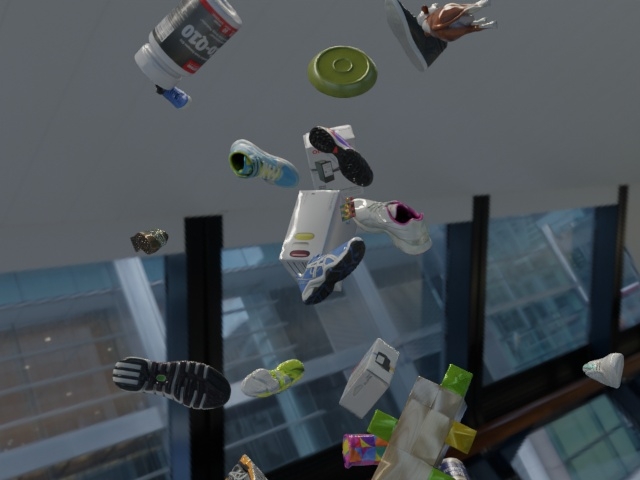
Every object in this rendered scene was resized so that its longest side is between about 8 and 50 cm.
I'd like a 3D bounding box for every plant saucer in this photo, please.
[{"bbox_3d":[0.076,-0.583,2.281,0.241,0.240,0.037,-20,-29,-14],"label":"plant saucer"}]

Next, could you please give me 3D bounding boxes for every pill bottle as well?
[{"bbox_3d":[-0.370,-0.562,1.871,0.283,0.161,0.161,-40,-21,16],"label":"pill bottle"},{"bbox_3d":[0.392,0.715,1.942,0.094,0.094,0.169,-26,18,4],"label":"pill bottle"}]

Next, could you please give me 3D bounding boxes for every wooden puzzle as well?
[{"bbox_3d":[0.080,-0.087,1.972,0.049,0.083,0.006,-21,-26,34],"label":"wooden puzzle"}]

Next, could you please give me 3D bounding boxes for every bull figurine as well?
[{"bbox_3d":[0.370,-0.609,1.857,0.189,0.101,0.310,-12,24,9],"label":"bull figurine"}]

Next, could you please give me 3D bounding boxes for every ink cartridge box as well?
[{"bbox_3d":[0.057,-0.323,2.867,0.211,0.121,0.289,-13,-53,1],"label":"ink cartridge box"},{"bbox_3d":[0.124,0.344,1.687,0.127,0.072,0.175,-55,-2,23],"label":"ink cartridge box"}]

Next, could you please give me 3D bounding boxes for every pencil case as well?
[{"bbox_3d":[0.180,0.608,1.944,0.237,0.104,0.104,5,-25,-11],"label":"pencil case"}]

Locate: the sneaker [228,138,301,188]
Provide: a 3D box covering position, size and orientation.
[{"bbox_3d":[-0.234,-0.278,2.704,0.127,0.319,0.208,-62,5,22],"label":"sneaker"}]

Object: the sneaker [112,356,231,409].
[{"bbox_3d":[-0.357,0.344,1.657,0.282,0.106,0.162,15,-14,-3],"label":"sneaker"}]

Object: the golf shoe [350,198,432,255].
[{"bbox_3d":[0.204,-0.076,1.994,0.115,0.306,0.140,-38,-41,-28],"label":"golf shoe"}]

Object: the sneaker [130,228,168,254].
[{"bbox_3d":[-0.457,-0.005,1.846,0.086,0.064,0.192,-23,10,-27],"label":"sneaker"}]

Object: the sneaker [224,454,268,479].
[{"bbox_3d":[-0.154,0.530,1.443,0.083,0.084,0.215,-40,5,-16],"label":"sneaker"}]

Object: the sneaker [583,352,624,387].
[{"bbox_3d":[0.719,0.331,1.717,0.094,0.080,0.212,13,-17,25],"label":"sneaker"}]

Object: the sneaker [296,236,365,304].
[{"bbox_3d":[0.016,0.057,1.509,0.080,0.081,0.211,9,-45,-49],"label":"sneaker"}]

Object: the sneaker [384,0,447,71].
[{"bbox_3d":[0.344,-0.763,2.387,0.147,0.295,0.104,-39,25,-9],"label":"sneaker"}]

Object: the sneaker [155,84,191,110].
[{"bbox_3d":[-0.469,-0.463,2.113,0.058,0.152,0.085,-51,-45,2],"label":"sneaker"}]

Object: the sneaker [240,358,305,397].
[{"bbox_3d":[-0.158,0.458,2.117,0.240,0.091,0.126,-11,-36,-39],"label":"sneaker"}]

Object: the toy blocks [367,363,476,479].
[{"bbox_3d":[0.202,0.449,1.408,0.381,0.191,0.261,-63,-20,-10],"label":"toy blocks"}]

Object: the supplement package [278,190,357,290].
[{"bbox_3d":[0.000,0.000,2.159,0.145,0.261,0.204,2,-30,24],"label":"supplement package"}]

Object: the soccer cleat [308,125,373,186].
[{"bbox_3d":[0.096,-0.322,2.530,0.116,0.318,0.108,-14,-39,-55],"label":"soccer cleat"}]
